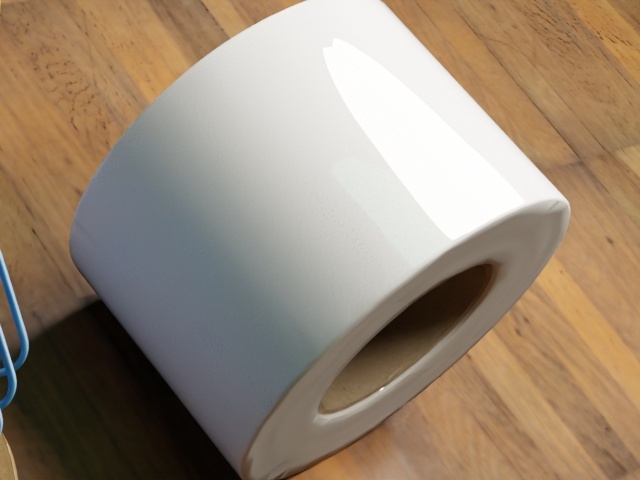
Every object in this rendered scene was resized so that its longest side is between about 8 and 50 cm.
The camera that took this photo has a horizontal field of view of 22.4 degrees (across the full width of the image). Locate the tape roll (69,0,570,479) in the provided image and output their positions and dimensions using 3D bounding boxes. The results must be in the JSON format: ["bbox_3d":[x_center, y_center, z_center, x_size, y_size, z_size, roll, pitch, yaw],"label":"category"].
[{"bbox_3d":[0.000,0.000,0.938,0.246,0.246,0.169,-22,65,-44],"label":"tape roll"}]

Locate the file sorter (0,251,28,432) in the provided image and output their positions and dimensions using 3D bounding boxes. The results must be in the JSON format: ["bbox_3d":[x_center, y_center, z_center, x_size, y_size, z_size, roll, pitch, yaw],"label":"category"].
[{"bbox_3d":[-0.207,0.060,0.748,0.104,0.118,0.170,-11,24,4],"label":"file sorter"}]

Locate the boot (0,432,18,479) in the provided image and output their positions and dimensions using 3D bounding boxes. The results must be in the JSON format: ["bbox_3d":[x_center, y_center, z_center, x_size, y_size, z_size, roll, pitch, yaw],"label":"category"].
[{"bbox_3d":[-0.190,0.175,0.747,0.112,0.115,0.305,18,41,-12],"label":"boot"}]
